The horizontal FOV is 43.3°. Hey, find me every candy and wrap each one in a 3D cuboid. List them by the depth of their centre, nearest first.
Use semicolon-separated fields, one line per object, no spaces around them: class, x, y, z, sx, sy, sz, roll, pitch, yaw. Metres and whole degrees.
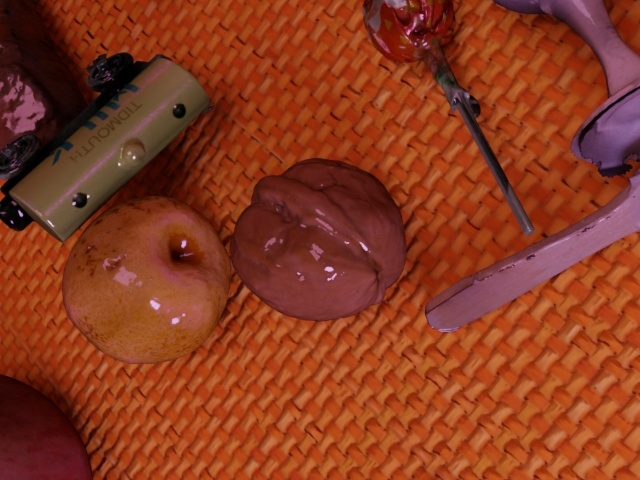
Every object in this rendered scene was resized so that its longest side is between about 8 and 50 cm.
candy;0.121;-0.130;0.709;0.084;0.078;0.287;-51;54;45

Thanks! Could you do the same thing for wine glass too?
wine glass;0.200;-0.214;0.647;0.143;0.143;0.321;-32;62;22

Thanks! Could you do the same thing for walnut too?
walnut;0.000;0.000;0.736;0.167;0.149;0.166;-17;43;16

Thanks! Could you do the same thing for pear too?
pear;-0.179;0.044;0.824;0.178;0.178;0.178;-4;82;28

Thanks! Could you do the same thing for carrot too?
carrot;-0.373;-0.205;0.976;0.139;0.139;0.301;-41;60;18

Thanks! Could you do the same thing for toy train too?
toy train;-0.224;-0.100;0.840;0.253;0.105;0.157;-47;39;-18

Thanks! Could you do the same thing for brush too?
brush;0.224;-0.009;0.655;0.337;0.085;0.020;-32;38;25

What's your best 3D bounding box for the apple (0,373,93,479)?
apple;-0.427;0.293;0.856;0.345;0.269;0.344;-5;81;29
